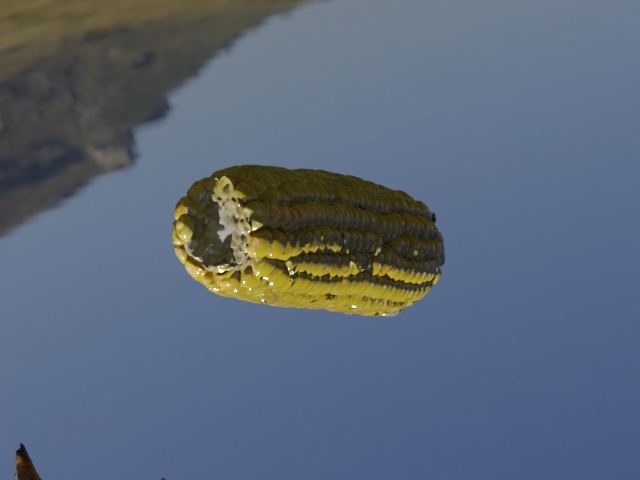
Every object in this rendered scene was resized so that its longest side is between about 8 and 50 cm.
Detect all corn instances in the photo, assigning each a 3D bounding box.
[{"bbox_3d":[0.000,0.000,1.082,0.080,0.080,0.238,-12,169,25],"label":"corn"}]

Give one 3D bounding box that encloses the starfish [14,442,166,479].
[{"bbox_3d":[-0.166,0.233,1.327,0.213,0.238,0.057,-15,151,-33],"label":"starfish"}]
